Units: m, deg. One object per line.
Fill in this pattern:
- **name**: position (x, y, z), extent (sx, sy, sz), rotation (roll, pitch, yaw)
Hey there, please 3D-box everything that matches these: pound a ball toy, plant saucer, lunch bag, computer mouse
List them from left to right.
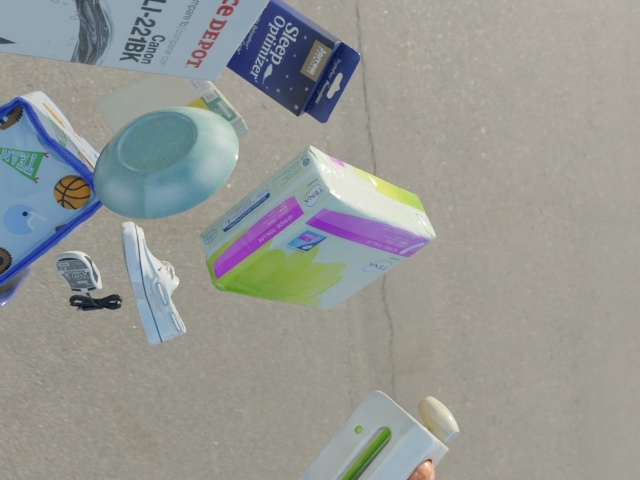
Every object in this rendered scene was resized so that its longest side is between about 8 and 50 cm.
- **lunch bag**: position (-0.532, -0.035, 1.132), extent (0.385, 0.328, 0.239), rotation (-40, 108, -5)
- **computer mouse**: position (-0.476, 0.076, 1.446), extent (0.193, 0.106, 0.042), rotation (86, 2, -49)
- **plant saucer**: position (-0.202, -0.113, 0.905), extent (0.195, 0.195, 0.037), rotation (-57, 153, -28)
- **pound a ball toy**: position (0.088, 0.368, 1.056), extent (0.319, 0.136, 0.208), rotation (-48, 144, -6)

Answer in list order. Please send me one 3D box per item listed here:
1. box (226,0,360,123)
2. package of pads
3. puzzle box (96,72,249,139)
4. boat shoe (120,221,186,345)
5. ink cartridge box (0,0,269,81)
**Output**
- **box**: position (-0.060, -0.292, 1.116), extent (0.136, 0.225, 0.036), rotation (-59, 172, 32)
- **package of pads**: position (0.000, 0.000, 1.021), extent (0.296, 0.229, 0.101), rotation (17, 43, -52)
- **puzzle box**: position (-0.375, -0.305, 1.759), extent (0.272, 0.409, 0.052), rotation (-31, 136, -8)
- **boat shoe**: position (-0.300, 0.073, 1.293), extent (0.084, 0.095, 0.258), rotation (-15, 127, -15)
- **ink cartridge box**: position (-0.170, -0.218, 0.490), extent (0.273, 0.197, 0.114), rotation (1, 72, -27)
